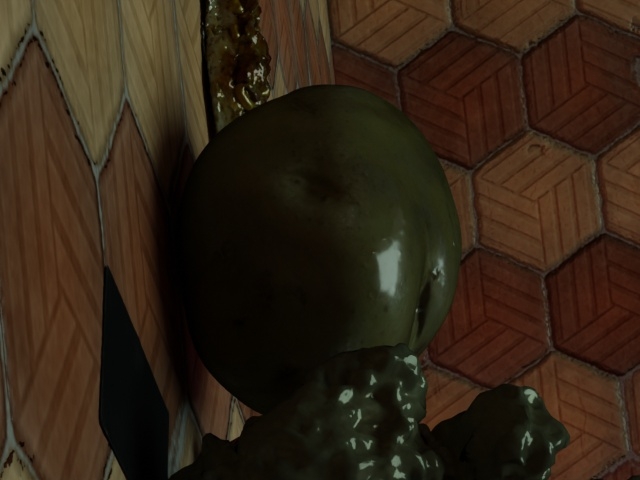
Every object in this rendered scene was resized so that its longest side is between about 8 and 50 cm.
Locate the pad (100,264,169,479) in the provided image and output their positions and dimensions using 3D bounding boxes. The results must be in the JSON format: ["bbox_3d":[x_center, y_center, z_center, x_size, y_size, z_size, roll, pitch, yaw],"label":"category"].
[{"bbox_3d":[-0.118,0.114,1.102,0.193,0.004,0.116,76,9,-53],"label":"pad"}]

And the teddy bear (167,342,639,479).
[{"bbox_3d":[0.059,0.245,1.135,0.367,0.357,0.224,31,2,-32],"label":"teddy bear"}]

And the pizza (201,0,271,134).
[{"bbox_3d":[-0.077,-0.182,1.644,0.127,0.058,0.246,78,5,-47],"label":"pizza"}]

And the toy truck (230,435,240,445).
[{"bbox_3d":[-0.026,0.277,1.321,0.114,0.107,0.252,138,-51,-67],"label":"toy truck"}]

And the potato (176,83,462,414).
[{"bbox_3d":[0.000,0.000,1.359,0.326,0.221,0.243,-64,139,-62],"label":"potato"}]
